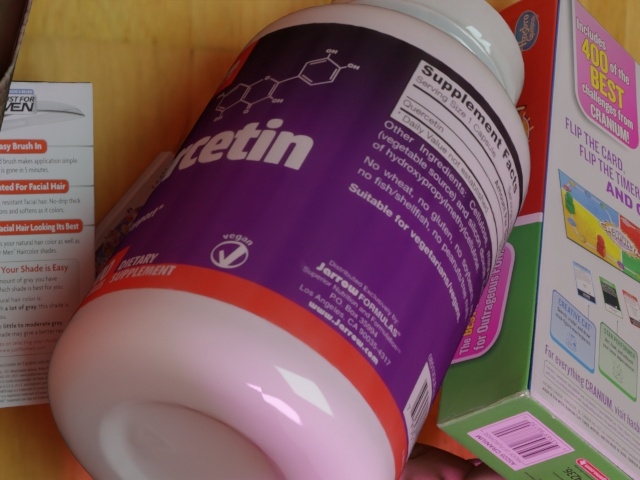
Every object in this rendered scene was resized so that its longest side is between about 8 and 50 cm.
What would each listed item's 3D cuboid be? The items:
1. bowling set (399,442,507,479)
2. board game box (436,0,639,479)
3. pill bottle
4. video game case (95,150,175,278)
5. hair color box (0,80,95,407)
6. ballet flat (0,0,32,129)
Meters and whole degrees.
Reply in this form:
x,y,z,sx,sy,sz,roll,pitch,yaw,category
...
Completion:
x,y,z,sx,sy,sz,roll,pitch,yaw,category
0.015,0.236,1.087,0.287,0.154,0.200,-19,103,-36,bowling set
0.184,0.032,1.192,0.242,0.064,0.317,40,43,-32,board game box
0.000,0.000,1.028,0.181,0.181,0.323,52,45,-27,pill bottle
-0.077,0.022,1.099,0.087,0.011,0.122,-52,120,-25,video game case
-0.168,0.001,1.001,0.093,0.053,0.167,-2,94,-37,hair color box
-0.171,-0.123,0.947,0.084,0.058,0.250,26,56,-13,ballet flat
